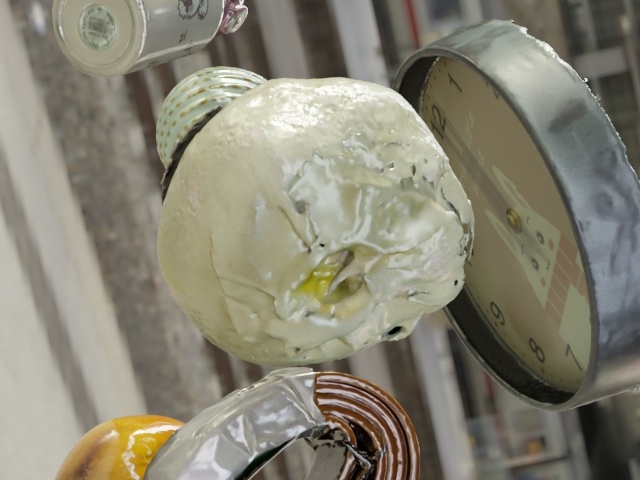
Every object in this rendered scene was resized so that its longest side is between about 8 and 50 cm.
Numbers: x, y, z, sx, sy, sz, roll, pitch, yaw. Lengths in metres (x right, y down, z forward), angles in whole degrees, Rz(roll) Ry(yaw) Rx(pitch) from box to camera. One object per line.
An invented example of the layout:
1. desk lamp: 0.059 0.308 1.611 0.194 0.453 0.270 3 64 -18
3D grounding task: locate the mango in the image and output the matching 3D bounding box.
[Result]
1. mango: -0.161 0.215 1.641 0.219 0.145 0.112 105 -39 -77

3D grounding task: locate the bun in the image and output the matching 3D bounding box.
1. bun: 0.000 0.000 1.380 0.141 0.239 0.239 -112 -175 -49

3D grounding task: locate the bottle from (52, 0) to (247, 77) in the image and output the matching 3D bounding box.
1. bottle: -0.158 -0.230 1.866 0.233 0.110 0.110 -26 106 -60

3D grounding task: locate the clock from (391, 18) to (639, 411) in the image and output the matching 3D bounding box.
1. clock: 0.185 -0.019 1.791 0.386 0.076 0.386 52 -25 37

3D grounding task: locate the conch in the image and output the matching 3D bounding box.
1. conch: -0.096 -0.131 2.135 0.131 0.172 0.200 -42 -152 46

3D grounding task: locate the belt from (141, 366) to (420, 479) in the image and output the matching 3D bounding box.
1. belt: -0.044 0.213 1.514 0.184 0.261 0.105 44 -15 -7
